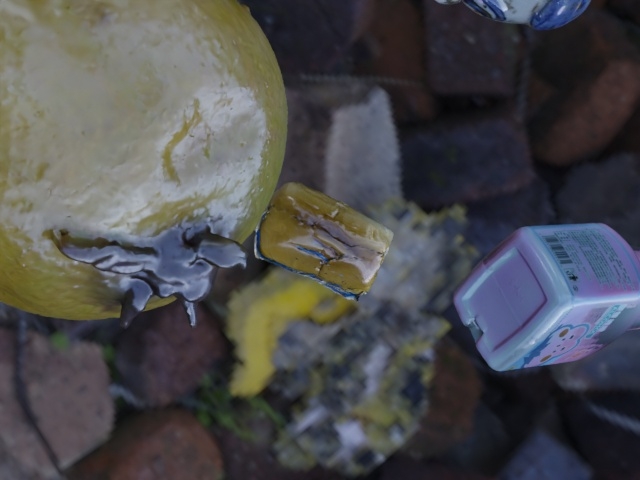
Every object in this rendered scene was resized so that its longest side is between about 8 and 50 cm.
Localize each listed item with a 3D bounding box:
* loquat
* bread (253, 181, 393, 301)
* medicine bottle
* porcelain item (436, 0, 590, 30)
[{"bbox_3d":[-0.130,-0.061,1.027,0.244,0.244,0.244,-17,128,-23],"label":"loquat"},{"bbox_3d":[0.000,0.000,1.490,0.106,0.053,0.072,25,116,-5],"label":"bread"},{"bbox_3d":[0.225,0.048,1.682,0.188,0.094,0.119,-3,146,-44],"label":"medicine bottle"},{"bbox_3d":[0.117,-0.291,1.334,0.138,0.288,0.186,-19,167,-15],"label":"porcelain item"}]
